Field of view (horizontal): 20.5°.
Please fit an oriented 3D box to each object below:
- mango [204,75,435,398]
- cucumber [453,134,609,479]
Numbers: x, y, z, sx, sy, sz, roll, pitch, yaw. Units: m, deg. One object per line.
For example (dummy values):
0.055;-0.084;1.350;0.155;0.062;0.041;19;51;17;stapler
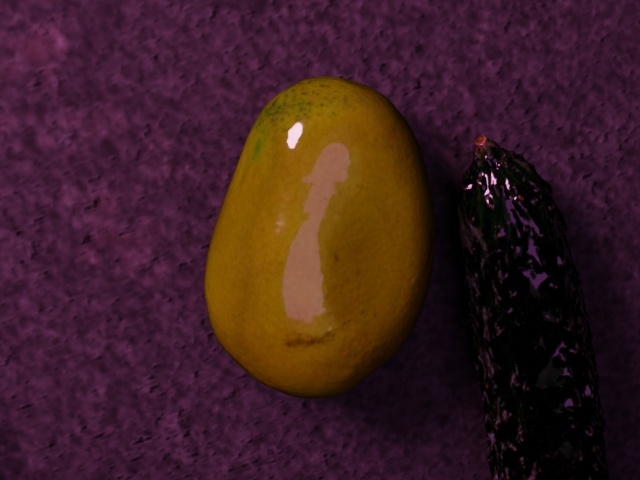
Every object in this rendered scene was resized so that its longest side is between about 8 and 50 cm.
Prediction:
0.006;0.002;0.890;0.117;0.089;0.163;12;107;-26;mango
0.120;0.074;0.979;0.072;0.072;0.300;-17;117;-14;cucumber
